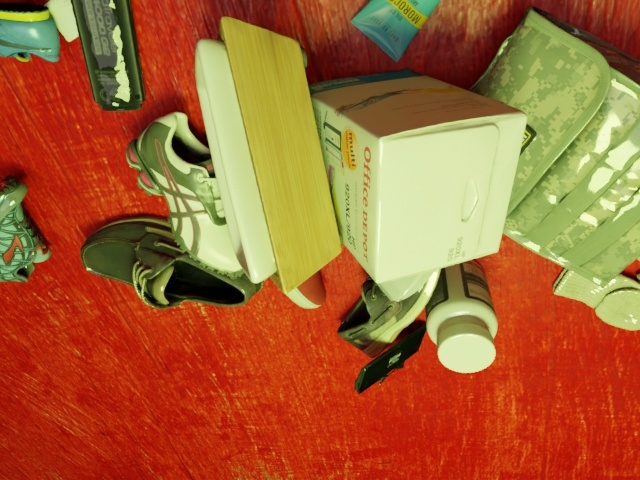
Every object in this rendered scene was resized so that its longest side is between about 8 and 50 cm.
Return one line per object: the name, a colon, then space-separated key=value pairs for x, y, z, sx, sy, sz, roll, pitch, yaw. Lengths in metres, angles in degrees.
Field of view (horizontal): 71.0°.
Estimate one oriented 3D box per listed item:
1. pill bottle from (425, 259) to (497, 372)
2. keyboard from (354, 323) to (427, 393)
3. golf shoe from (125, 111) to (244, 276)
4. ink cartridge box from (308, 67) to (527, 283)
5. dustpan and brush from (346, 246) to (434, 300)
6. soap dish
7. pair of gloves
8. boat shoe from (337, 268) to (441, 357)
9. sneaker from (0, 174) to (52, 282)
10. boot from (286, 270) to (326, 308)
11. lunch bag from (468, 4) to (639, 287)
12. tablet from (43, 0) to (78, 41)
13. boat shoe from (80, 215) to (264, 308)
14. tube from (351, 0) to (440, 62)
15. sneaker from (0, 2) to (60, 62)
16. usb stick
pill bottle: x=0.223 y=0.117 z=0.722 sx=0.108 sy=0.180 sz=0.107 roll=5 pitch=123 yaw=8
keyboard: x=0.121 y=0.215 z=0.827 sx=0.038 sy=0.192 sz=0.100 roll=35 pitch=128 yaw=34
golf shoe: x=-0.183 y=-0.063 z=0.690 sx=0.120 sy=0.105 sz=0.272 roll=-29 pitch=103 yaw=39
ink cartridge box: x=0.091 y=-0.093 z=0.549 sx=0.168 sy=0.232 sz=0.171 roll=-14 pitch=123 yaw=-16
dustpan and brush: x=0.154 y=-0.022 z=0.686 sx=0.211 sy=0.060 sz=0.147 roll=-43 pitch=64 yaw=10
soap dish: x=-0.072 y=-0.099 z=0.574 sx=0.118 sy=0.229 sz=0.290 roll=-14 pitch=99 yaw=-14
pair of gloves: x=0.525 y=0.047 z=0.707 sx=0.204 sy=0.042 sz=0.240 roll=26 pitch=124 yaw=-7
boat shoe: x=0.113 y=0.100 z=0.781 sx=0.093 sy=0.102 sz=0.285 roll=20 pitch=130 yaw=-8
sneaker: x=-0.569 y=-0.014 z=0.847 sx=0.125 sy=0.104 sz=0.262 roll=23 pitch=130 yaw=-26
boot: x=0.000 y=0.000 z=0.746 sx=0.176 sy=0.088 sz=0.244 roll=-17 pitch=115 yaw=18
lunch bag: x=0.306 y=-0.116 z=0.564 sx=0.287 sy=0.169 sz=0.235 roll=29 pitch=132 yaw=3
tablet: x=-0.349 y=-0.327 z=0.639 sx=0.083 sy=0.006 sz=0.054 roll=-19 pitch=118 yaw=21
boat shoe: x=-0.269 y=0.043 z=0.792 sx=0.356 sy=0.130 sz=0.132 roll=3 pitch=123 yaw=8
tube: x=0.132 y=-0.322 z=0.537 sx=0.080 sy=0.052 sz=0.207 roll=40 pitch=127 yaw=-8
sneaker: x=-0.479 y=-0.299 z=0.644 sx=0.210 sy=0.069 sz=0.082 roll=9 pitch=129 yaw=5
usb stick: x=-0.296 y=-0.317 z=0.610 sx=0.077 sy=0.045 sz=0.277 roll=-5 pitch=125 yaw=-13
